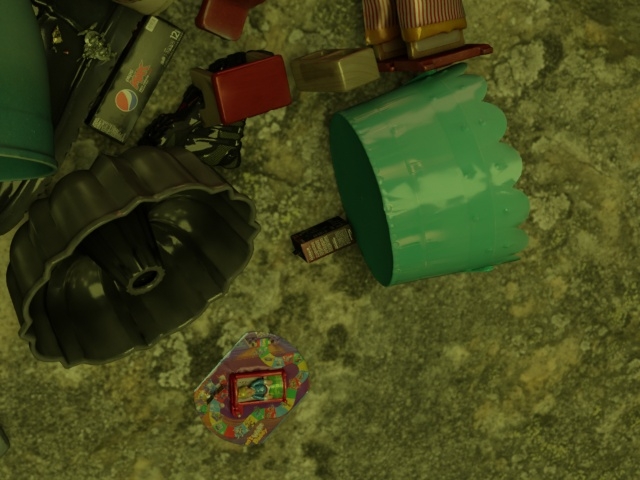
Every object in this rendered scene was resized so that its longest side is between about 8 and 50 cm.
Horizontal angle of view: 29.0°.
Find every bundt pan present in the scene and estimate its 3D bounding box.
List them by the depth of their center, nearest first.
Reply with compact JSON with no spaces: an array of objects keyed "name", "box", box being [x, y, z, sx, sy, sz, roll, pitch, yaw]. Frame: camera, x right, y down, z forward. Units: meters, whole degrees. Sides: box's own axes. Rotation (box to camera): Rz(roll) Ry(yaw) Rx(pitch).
[{"name":"bundt pan","box":[-0.247,0.008,1.542,0.331,0.124,0.331,-29,152,-17]}]

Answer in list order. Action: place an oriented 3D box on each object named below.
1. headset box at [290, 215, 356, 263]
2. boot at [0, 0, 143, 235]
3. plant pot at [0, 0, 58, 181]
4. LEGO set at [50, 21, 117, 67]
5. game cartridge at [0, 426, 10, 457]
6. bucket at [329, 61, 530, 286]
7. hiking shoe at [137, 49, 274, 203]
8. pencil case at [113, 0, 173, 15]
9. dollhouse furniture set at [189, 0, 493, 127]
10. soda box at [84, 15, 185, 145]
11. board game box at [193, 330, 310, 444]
[{"name":"headset box","box":[0.000,0.000,1.706,0.083,0.062,0.032,-25,106,-10]},{"name":"boot","box":[-0.478,-0.264,1.455,0.445,0.146,0.367,31,80,-28]},{"name":"plant pot","box":[-0.412,-0.201,1.298,0.271,0.271,0.255,1,87,-16]},{"name":"LEGO set","box":[-0.278,-0.232,1.471,0.083,0.023,0.054,-10,99,-28]},{"name":"game cartridge","box":[-0.564,0.231,1.607,0.297,0.062,0.198,43,92,-19]},{"name":"bucket","box":[0.135,-0.078,1.624,0.183,0.281,0.281,-16,105,-10]},{"name":"hiking shoe","box":[-0.133,-0.156,1.639,0.227,0.086,0.114,-40,124,0]},{"name":"pencil case","box":[-0.327,-0.412,1.369,0.410,0.160,0.184,22,78,-28]},{"name":"dollhouse furniture set","box":[0.019,-0.286,1.551,0.374,0.152,0.201,-22,107,-29]},{"name":"soda box","box":[-0.241,-0.210,1.597,0.053,0.060,0.169,29,92,-20]},{"name":"board game box","box":[-0.091,0.215,1.742,0.133,0.033,0.169,43,89,-19]}]
